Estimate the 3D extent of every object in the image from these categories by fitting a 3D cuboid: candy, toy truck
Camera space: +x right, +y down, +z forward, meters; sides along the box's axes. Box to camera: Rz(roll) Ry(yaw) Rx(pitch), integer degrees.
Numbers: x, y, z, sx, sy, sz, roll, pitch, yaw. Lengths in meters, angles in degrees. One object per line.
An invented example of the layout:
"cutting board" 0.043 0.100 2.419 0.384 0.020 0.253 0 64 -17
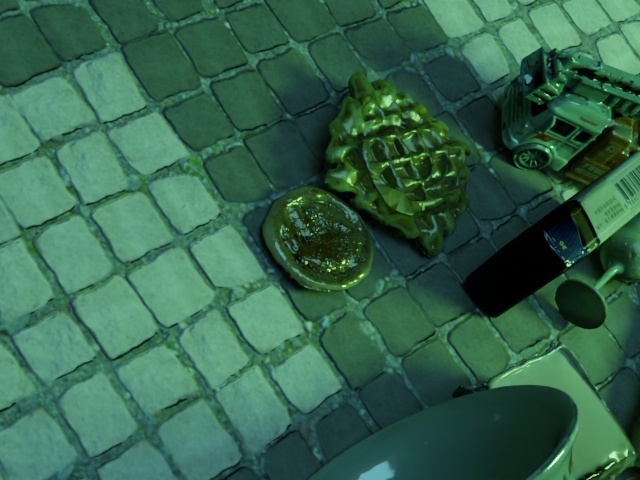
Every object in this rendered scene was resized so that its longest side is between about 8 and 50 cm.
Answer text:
"candy" 0.246 0.238 1.721 0.184 0.137 0.195 -23 76 -39
"toy truck" 0.398 -0.162 2.021 0.338 0.184 0.133 22 53 -20

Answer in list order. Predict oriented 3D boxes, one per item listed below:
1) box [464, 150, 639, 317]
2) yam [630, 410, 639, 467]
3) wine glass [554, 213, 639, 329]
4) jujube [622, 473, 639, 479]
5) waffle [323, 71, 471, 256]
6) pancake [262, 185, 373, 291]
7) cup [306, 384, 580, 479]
"box" 0.316 -0.008 1.891 0.259 0.168 0.071 -31 84 -41
"yam" 0.480 0.162 1.952 0.083 0.083 0.371 35 51 -10
"wine glass" 0.393 0.036 1.971 0.079 0.079 0.195 49 50 2
"jujube" 0.425 0.395 1.720 0.190 0.190 0.255 -12 55 -36
"waffle" 0.107 -0.104 1.879 0.223 0.054 0.204 33 49 -21
"pancake" 0.000 0.001 1.779 0.151 0.025 0.152 17 55 -25
"cup" 0.133 0.304 1.518 0.347 0.347 0.163 -35 105 -40
